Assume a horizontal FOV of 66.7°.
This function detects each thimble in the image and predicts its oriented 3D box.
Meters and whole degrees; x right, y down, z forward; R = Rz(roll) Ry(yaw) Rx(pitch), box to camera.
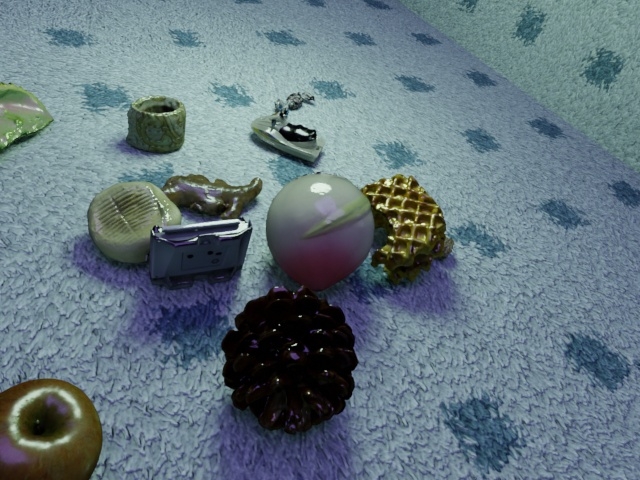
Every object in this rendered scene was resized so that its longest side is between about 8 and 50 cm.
[{"bbox_3d":[-0.532,-0.376,1.571,0.190,0.143,0.137,-8,49,-25],"label":"thimble"}]

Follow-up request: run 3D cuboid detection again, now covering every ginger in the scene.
[{"bbox_3d":[-0.333,-0.129,1.440,0.333,0.080,0.166,6,58,-23],"label":"ginger"}]

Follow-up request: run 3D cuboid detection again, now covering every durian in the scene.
[{"bbox_3d":[-0.922,-0.343,1.400,0.169,0.158,0.352,26,38,-10],"label":"durian"}]

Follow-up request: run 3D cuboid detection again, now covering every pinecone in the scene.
[{"bbox_3d":[-0.056,0.248,1.018,0.298,0.242,0.296,11,41,-18],"label":"pinecone"}]

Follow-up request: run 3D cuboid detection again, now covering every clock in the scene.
[{"bbox_3d":[-0.298,0.031,1.202,0.253,0.186,0.083,-8,54,-26],"label":"clock"}]

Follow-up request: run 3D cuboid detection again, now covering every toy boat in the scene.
[{"bbox_3d":[-0.114,-0.385,1.743,0.269,0.141,0.141,32,42,-7],"label":"toy boat"}]

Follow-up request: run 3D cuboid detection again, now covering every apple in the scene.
[{"bbox_3d":[-0.488,0.356,0.806,0.237,0.207,0.237,26,30,-16],"label":"apple"}]

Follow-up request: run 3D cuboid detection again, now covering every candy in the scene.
[{"bbox_3d":[-0.107,-0.562,1.989,0.094,0.051,0.226,39,47,6],"label":"candy"}]

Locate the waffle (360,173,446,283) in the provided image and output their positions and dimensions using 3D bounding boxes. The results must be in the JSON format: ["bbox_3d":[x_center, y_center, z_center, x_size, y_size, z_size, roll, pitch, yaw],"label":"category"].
[{"bbox_3d":[0.226,-0.046,1.448,0.261,0.151,0.324,-29,57,-1],"label":"waffle"}]

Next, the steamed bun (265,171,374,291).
[{"bbox_3d":[0.000,0.000,1.281,0.309,0.309,0.309,10,43,-9],"label":"steamed bun"}]

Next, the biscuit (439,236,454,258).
[{"bbox_3d":[0.339,-0.002,1.548,0.168,0.070,0.082,23,51,3],"label":"biscuit"}]

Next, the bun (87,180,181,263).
[{"bbox_3d":[-0.473,-0.046,1.261,0.229,0.145,0.229,0,73,-1],"label":"bun"}]
